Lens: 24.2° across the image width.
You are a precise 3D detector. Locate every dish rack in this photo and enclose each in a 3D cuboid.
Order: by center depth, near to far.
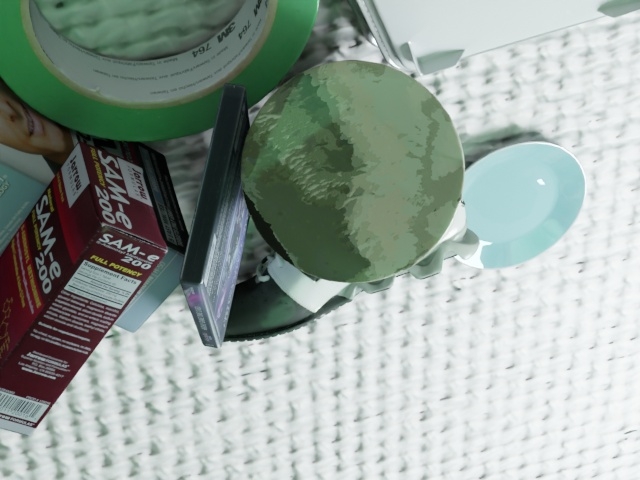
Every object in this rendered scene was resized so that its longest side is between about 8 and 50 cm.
[{"bbox_3d":[0.182,-0.269,1.440,0.333,0.072,0.285,-16,151,10],"label":"dish rack"}]

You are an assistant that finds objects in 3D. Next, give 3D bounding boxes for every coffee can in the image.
[{"bbox_3d":[0.031,-0.076,1.455,0.202,0.275,0.201,0,96,1],"label":"coffee can"}]

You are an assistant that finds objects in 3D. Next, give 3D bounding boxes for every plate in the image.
[{"bbox_3d":[0.225,-0.045,1.766,0.188,0.024,0.188,-11,131,-13],"label":"plate"}]

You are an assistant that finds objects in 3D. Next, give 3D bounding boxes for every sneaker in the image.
[{"bbox_3d":[0.000,0.000,1.670,0.331,0.122,0.146,-24,114,0],"label":"sneaker"}]

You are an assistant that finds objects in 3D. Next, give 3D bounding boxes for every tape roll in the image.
[{"bbox_3d":[-0.163,-0.242,1.401,0.321,0.077,0.321,-7,133,-8],"label":"tape roll"}]

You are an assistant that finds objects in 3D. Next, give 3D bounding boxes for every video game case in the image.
[{"bbox_3d":[-0.098,-0.015,1.483,0.026,0.196,0.274,11,164,2],"label":"video game case"}]

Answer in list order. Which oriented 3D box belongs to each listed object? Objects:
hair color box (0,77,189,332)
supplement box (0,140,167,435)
[{"bbox_3d":[-0.308,-0.071,1.431,0.374,0.185,0.113,28,115,-36],"label":"hair color box"},{"bbox_3d":[-0.239,0.045,1.338,0.073,0.130,0.239,23,116,-33],"label":"supplement box"}]
